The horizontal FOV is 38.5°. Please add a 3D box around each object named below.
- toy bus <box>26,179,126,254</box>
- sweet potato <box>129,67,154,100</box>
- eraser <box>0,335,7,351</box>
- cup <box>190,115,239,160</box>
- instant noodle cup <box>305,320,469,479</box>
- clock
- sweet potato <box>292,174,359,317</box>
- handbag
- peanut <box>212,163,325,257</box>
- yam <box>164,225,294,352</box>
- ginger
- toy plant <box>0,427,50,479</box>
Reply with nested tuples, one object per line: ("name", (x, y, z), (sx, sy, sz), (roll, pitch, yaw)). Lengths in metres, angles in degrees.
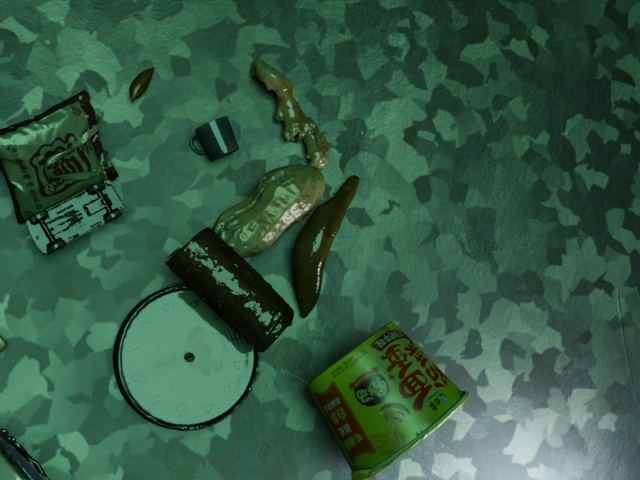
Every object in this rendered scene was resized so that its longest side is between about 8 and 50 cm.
("toy bus", (-0.502, -0.044, 1.884), (0.194, 0.088, 0.083), (-30, 92, -20))
("sweet potato", (-0.389, -0.340, 1.988), (0.034, 0.034, 0.095), (33, 64, -9))
("eraser", (-0.718, 0.223, 1.799), (0.117, 0.058, 0.172), (46, 73, -5))
("cup", (-0.233, -0.216, 1.999), (0.100, 0.078, 0.077), (-22, 94, 16))
("instant noodle cup", (0.122, 0.324, 1.918), (0.311, 0.311, 0.222), (-35, 83, -17))
("clock", (-0.276, 0.243, 1.922), (0.312, 0.061, 0.313), (2, 82, -16))
("sweet potato", (-0.001, -0.006, 2.023), (0.079, 0.108, 0.346), (17, 76, 23))
("handbag", (-0.547, -0.169, 1.863), (0.235, 0.127, 0.213), (-30, 125, -24))
("peanut", (-0.110, -0.065, 1.979), (0.290, 0.130, 0.130), (-43, 95, -16))
("yam", (-0.179, 0.096, 1.878), (0.279, 0.131, 0.131), (44, 73, -8))
("ginger", (-0.070, -0.285, 2.056), (0.089, 0.075, 0.288), (-38, 97, -13))
("toy plant", (-0.649, 0.539, 1.694), (0.332, 0.247, 0.247), (-45, 96, -15))
